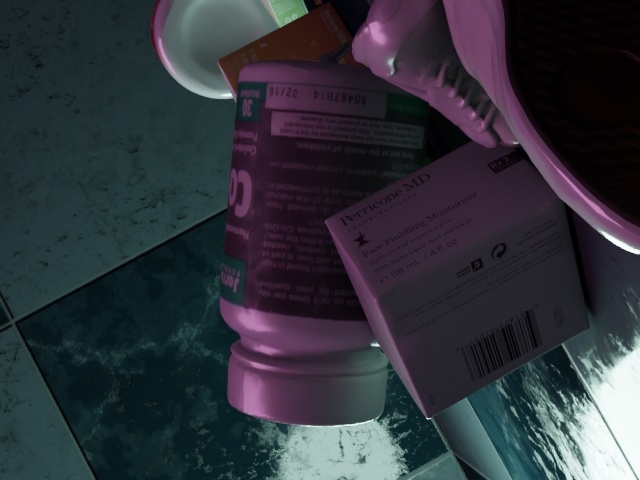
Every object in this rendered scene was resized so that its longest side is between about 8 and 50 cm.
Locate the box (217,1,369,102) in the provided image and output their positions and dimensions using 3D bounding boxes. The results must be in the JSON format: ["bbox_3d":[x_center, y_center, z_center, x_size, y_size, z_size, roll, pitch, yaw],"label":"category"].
[{"bbox_3d":[-0.027,-0.206,1.287,0.130,0.170,0.091,60,177,22],"label":"box"}]

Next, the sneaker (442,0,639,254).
[{"bbox_3d":[0.136,-0.099,0.520,0.123,0.106,0.290,62,-172,-55],"label":"sneaker"}]

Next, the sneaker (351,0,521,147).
[{"bbox_3d":[0.106,-0.119,0.680,0.115,0.090,0.232,45,-164,21],"label":"sneaker"}]

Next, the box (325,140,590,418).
[{"bbox_3d":[0.127,0.032,0.885,0.119,0.181,0.182,56,174,48],"label":"box"}]

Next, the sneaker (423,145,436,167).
[{"bbox_3d":[0.089,-0.035,1.189,0.343,0.146,0.134,59,176,43],"label":"sneaker"}]

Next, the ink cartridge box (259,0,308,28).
[{"bbox_3d":[-0.100,-0.446,1.445,0.171,0.056,0.235,59,178,41],"label":"ink cartridge box"}]

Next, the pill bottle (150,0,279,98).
[{"bbox_3d":[-0.200,-0.390,1.823,0.229,0.229,0.407,63,176,-16],"label":"pill bottle"}]

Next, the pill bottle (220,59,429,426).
[{"bbox_3d":[0.000,0.000,1.043,0.204,0.204,0.361,-143,58,-81],"label":"pill bottle"}]

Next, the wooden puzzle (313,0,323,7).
[{"bbox_3d":[-0.011,-0.344,1.329,0.083,0.006,0.049,63,176,-14],"label":"wooden puzzle"}]
